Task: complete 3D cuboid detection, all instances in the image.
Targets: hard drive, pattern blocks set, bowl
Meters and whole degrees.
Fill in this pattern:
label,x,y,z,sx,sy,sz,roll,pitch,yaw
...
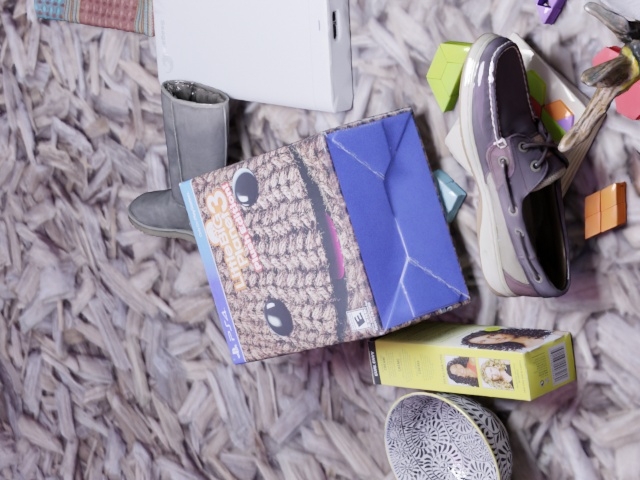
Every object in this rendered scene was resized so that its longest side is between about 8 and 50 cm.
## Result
label,x,y,z,sx,sy,sz,roll,pitch,yaw
hard drive,-0.088,-0.269,2.158,0.307,0.040,0.203,12,111,43
pattern blocks set,0.216,-0.113,1.900,0.285,0.026,0.325,37,128,33
bowl,0.160,0.234,2.025,0.170,0.080,0.170,24,127,36

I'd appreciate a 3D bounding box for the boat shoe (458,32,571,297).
label,x,y,z,sx,sy,sz,roll,pitch,yaw
boat shoe,0.208,-0.073,1.833,0.092,0.103,0.285,8,114,38

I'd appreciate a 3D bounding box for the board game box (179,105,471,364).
label,x,y,z,sx,sy,sz,roll,pitch,yaw
board game box,0.000,0.000,2.062,0.291,0.141,0.232,-17,91,52

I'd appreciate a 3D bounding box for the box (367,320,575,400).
label,x,y,z,sx,sy,sz,roll,pitch,yaw
box,0.165,0.131,1.991,0.232,0.087,0.058,0,104,45

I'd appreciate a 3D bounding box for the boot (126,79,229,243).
label,x,y,z,sx,sy,sz,roll,pitch,yaw
boot,-0.180,-0.101,2.255,0.190,0.076,0.208,10,130,30

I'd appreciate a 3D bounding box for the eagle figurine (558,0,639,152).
label,x,y,z,sx,sy,sz,roll,pitch,yaw
eagle figurine,0.385,-0.148,1.603,0.298,0.225,0.226,26,111,51

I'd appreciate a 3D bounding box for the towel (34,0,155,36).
label,x,y,z,sx,sy,sz,roll,pitch,yaw
towel,-0.299,-0.458,2.318,0.271,0.040,0.370,14,113,44
